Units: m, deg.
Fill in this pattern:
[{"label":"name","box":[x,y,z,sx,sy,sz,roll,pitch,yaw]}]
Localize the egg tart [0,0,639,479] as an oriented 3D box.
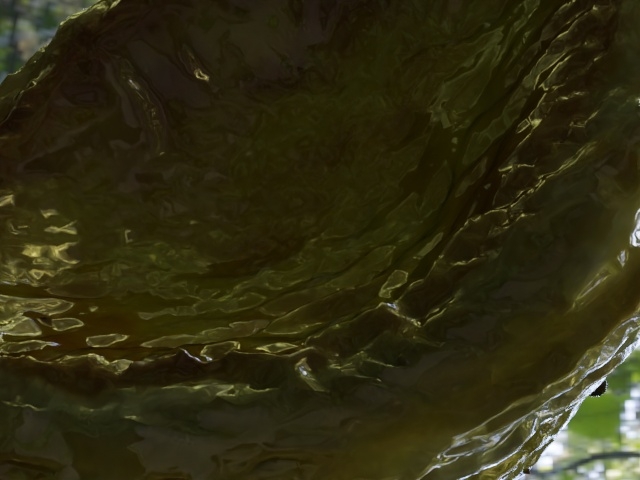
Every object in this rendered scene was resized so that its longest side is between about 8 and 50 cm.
[{"label":"egg tart","box":[0.000,0.000,0.602,0.319,0.128,0.319,-17,-142,14]}]
